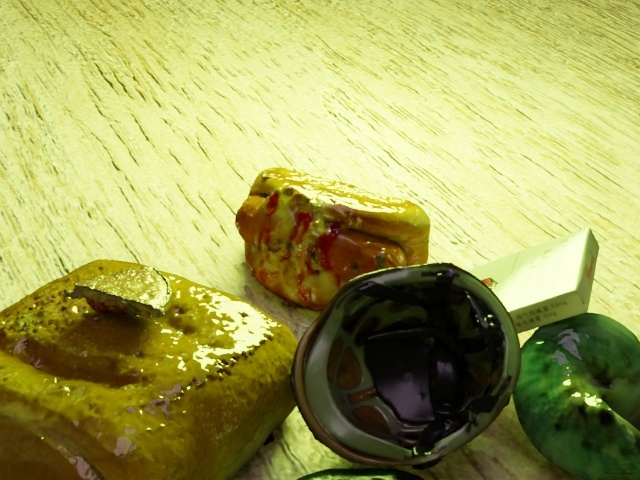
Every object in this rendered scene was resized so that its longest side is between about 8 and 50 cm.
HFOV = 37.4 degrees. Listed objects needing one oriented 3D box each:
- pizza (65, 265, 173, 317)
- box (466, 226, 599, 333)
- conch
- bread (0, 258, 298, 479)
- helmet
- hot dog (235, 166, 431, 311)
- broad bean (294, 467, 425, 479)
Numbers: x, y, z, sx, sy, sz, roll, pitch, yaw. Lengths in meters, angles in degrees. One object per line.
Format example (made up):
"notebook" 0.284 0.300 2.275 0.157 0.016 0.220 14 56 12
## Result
"pizza" -0.182 0.052 0.934 0.100 0.029 0.099 13 20 13
"box" 0.188 0.068 1.060 0.245 0.035 0.139 -21 20 32
"conch" 0.280 0.162 0.970 0.176 0.122 0.188 27 40 9
"bread" -0.217 0.138 0.936 0.328 0.148 0.337 22 36 26
"helmet" 0.092 0.130 0.957 0.224 0.130 0.198 -25 70 6
"hot dog" 0.000 0.000 1.182 0.257 0.150 0.153 16 25 21
"broad bean" 0.006 0.268 0.846 0.292 0.049 0.144 -9 38 -20
